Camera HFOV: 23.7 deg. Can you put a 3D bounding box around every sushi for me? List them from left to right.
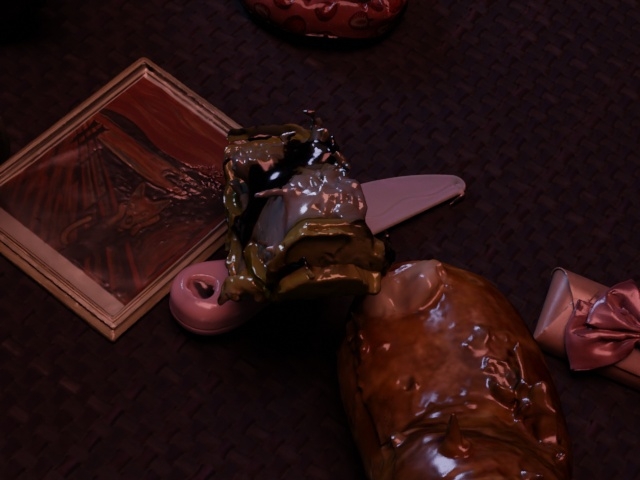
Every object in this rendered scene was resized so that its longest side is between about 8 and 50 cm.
[{"bbox_3d":[-0.032,-0.025,1.312,0.139,0.131,0.291,-7,30,-10],"label":"sushi"}]

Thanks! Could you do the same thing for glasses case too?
[{"bbox_3d":[0.289,0.095,1.380,0.194,0.070,0.102,23,55,7],"label":"glasses case"}]

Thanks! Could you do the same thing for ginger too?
[{"bbox_3d":[0.112,0.161,1.201,0.176,0.254,0.418,-12,53,1],"label":"ginger"}]

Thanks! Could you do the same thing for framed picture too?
[{"bbox_3d":[-0.180,-0.050,1.439,0.216,0.016,0.273,35,56,16],"label":"framed picture"}]

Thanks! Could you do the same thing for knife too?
[{"bbox_3d":[-0.002,-0.002,1.432,0.336,0.043,0.081,-27,54,-33],"label":"knife"}]

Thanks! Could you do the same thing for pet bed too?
[{"bbox_3d":[0.000,-0.286,1.620,0.201,0.053,0.201,4,49,-4],"label":"pet bed"}]

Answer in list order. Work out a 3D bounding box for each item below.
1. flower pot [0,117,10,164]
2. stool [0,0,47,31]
[{"bbox_3d":[-0.407,-0.068,1.318,0.212,0.212,0.202,28,67,11],"label":"flower pot"},{"bbox_3d":[-0.393,-0.407,1.497,0.297,0.297,0.330,-1,51,-10],"label":"stool"}]
